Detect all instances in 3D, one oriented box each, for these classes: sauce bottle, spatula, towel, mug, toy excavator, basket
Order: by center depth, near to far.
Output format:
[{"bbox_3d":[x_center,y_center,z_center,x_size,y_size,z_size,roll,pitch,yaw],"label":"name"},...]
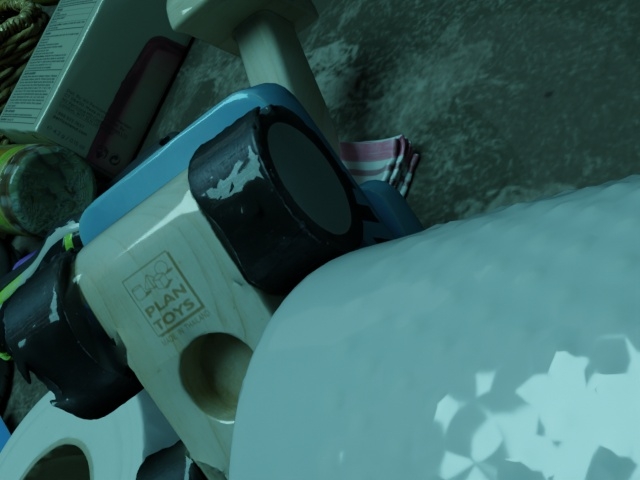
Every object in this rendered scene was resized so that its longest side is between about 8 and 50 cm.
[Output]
[{"bbox_3d":[0.180,0.150,0.510,0.328,0.276,0.374,-16,81,38],"label":"mug"},{"bbox_3d":[-0.035,-0.023,0.927,0.222,0.433,0.445,-35,-1,23],"label":"toy excavator"},{"bbox_3d":[0.000,0.000,1.056,0.144,0.029,0.197,4,67,55],"label":"towel"},{"bbox_3d":[-0.261,-0.028,1.430,0.296,0.030,0.084,-42,37,24],"label":"spatula"},{"bbox_3d":[-0.385,-0.061,1.497,0.344,0.111,0.111,2,66,56],"label":"sauce bottle"},{"bbox_3d":[-0.491,-0.264,1.757,0.299,0.223,0.213,20,81,58],"label":"basket"}]

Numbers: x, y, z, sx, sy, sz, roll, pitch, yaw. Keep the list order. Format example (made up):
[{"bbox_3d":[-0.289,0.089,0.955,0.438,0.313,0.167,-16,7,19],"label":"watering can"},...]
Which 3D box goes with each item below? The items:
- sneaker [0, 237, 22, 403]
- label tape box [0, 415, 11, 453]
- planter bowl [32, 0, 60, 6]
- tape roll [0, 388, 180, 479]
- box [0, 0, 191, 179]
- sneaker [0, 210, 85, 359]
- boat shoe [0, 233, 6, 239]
[{"bbox_3d":[-0.432,0.092,1.474,0.109,0.130,0.286,-40,36,30],"label":"sneaker"},{"bbox_3d":[-0.442,0.339,1.284,0.334,0.106,0.240,-56,40,5],"label":"label tape box"},{"bbox_3d":[-0.373,-0.397,1.792,0.217,0.090,0.217,-14,22,6],"label":"planter bowl"},{"bbox_3d":[-0.201,0.256,1.054,0.286,0.100,0.286,-33,41,35],"label":"tape roll"},{"bbox_3d":[-0.269,-0.204,1.495,0.148,0.127,0.232,10,72,56],"label":"box"},{"bbox_3d":[-0.282,0.057,1.371,0.234,0.084,0.097,-39,62,30],"label":"sneaker"},{"bbox_3d":[-0.415,-0.049,1.653,0.056,0.048,0.153,0,70,46],"label":"boat shoe"}]
